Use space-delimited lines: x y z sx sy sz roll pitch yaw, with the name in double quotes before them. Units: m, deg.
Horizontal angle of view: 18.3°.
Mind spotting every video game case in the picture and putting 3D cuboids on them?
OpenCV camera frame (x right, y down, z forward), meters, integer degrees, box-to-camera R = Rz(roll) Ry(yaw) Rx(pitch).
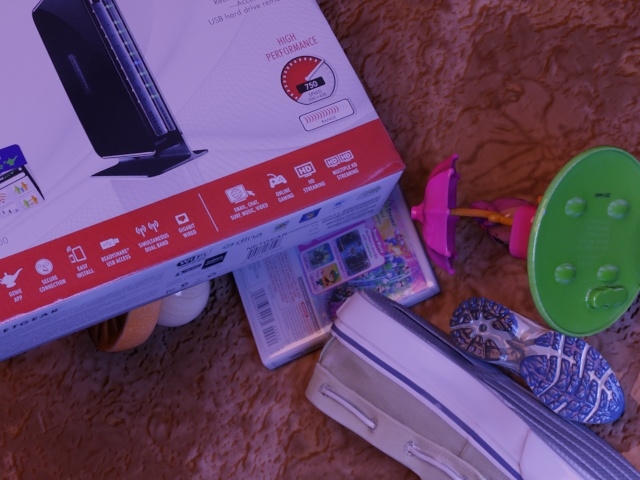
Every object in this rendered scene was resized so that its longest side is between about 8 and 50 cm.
"video game case" 0.000 0.000 1.494 0.143 0.019 0.157 -25 62 10

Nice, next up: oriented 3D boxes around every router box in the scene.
"router box" -0.157 -0.105 1.423 0.335 0.082 0.301 -22 73 -20

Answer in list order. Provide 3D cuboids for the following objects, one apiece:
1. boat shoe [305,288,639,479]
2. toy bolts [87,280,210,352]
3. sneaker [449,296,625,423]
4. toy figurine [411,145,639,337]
"boat shoe" 0.113 0.145 1.358 0.302 0.109 0.094 37 104 37
"toy bolts" -0.190 -0.016 1.541 0.218 0.158 0.228 -25 66 57
"sneaker" 0.157 0.081 1.376 0.135 0.058 0.052 34 98 24
"toy figurine" 0.147 -0.013 1.390 0.159 0.173 0.130 16 102 46
